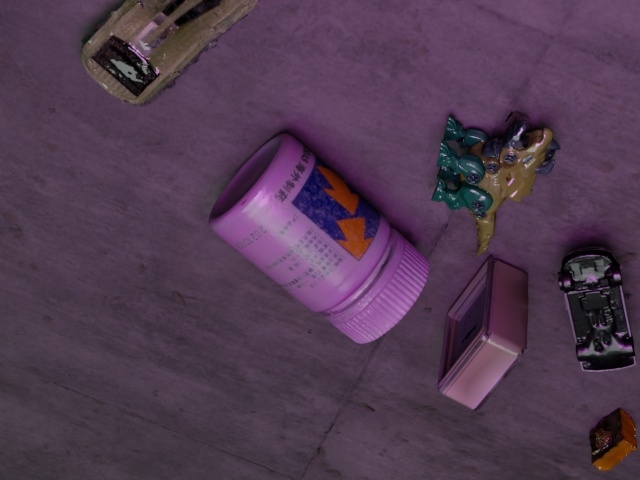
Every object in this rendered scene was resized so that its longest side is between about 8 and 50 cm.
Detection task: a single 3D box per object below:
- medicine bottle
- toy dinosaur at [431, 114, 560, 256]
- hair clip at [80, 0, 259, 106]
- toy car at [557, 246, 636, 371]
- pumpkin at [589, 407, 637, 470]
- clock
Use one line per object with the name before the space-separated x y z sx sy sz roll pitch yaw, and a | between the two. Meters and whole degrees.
medicine bottle | 0.000 0.000 1.419 0.290 0.178 0.178 40 124 -16
toy dinosaur | 0.225 -0.074 1.376 0.153 0.094 0.259 19 136 3
hair clip | -0.193 -0.303 1.300 0.138 0.091 0.321 37 137 -24
toy car | 0.407 0.088 1.441 0.089 0.108 0.210 -9 119 21
pumpkin | 0.478 0.328 1.618 0.053 0.074 0.083 28 125 -13
clock | 0.242 0.137 1.456 0.071 0.192 0.147 26 128 -6
